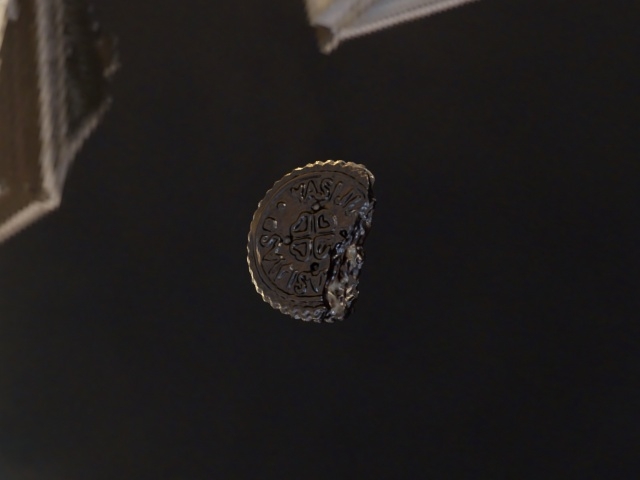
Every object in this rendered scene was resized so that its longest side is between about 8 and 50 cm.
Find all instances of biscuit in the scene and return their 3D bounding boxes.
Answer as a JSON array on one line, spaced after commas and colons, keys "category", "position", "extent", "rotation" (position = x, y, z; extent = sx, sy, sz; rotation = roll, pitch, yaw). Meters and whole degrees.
[{"category": "biscuit", "position": [0.000, 0.000, 0.794], "extent": [0.087, 0.027, 0.089], "rotation": [-36, -121, 12]}]
